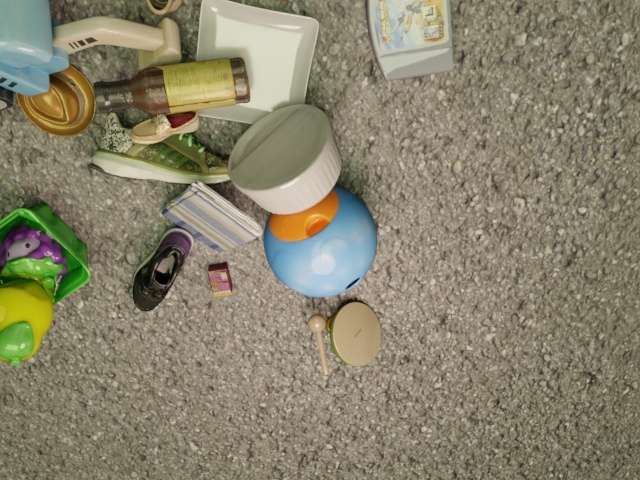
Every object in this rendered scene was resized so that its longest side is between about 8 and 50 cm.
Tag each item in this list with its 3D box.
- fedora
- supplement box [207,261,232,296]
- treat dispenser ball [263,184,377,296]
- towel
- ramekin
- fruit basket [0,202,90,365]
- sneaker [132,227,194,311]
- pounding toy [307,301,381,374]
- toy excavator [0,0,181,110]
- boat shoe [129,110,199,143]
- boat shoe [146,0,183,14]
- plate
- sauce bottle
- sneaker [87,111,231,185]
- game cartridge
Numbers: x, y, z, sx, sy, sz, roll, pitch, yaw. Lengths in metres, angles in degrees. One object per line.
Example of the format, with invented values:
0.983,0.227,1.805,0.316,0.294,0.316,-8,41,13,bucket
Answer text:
-0.642,-0.335,1.480,0.194,0.079,0.195,-2,115,-4,fedora
-0.280,0.110,1.727,0.054,0.043,0.083,-8,116,0,supplement box
0.000,0.000,1.563,0.287,0.288,0.288,-2,115,-3,treat dispenser ball
-0.280,-0.053,1.560,0.209,0.285,0.034,37,64,-19,towel
-0.074,-0.183,1.459,0.272,0.273,0.127,-28,136,9,ramekin
-0.772,0.121,1.524,0.392,0.392,0.283,-33,113,11,fruit basket
-0.442,0.101,1.658,0.107,0.124,0.283,26,118,-15,sneaker
0.056,0.279,1.786,0.236,0.110,0.183,-9,85,-38,pounding toy
-0.581,-0.429,1.314,0.444,0.433,0.223,-8,82,19,toy excavator
-0.368,-0.278,1.460,0.170,0.059,0.063,-22,74,-23,boat shoe
-0.346,-0.668,1.332,0.121,0.110,0.341,-2,115,-3,boat shoe
-0.163,-0.421,1.494,0.277,0.045,0.278,9,114,-7,plate
-0.336,-0.348,1.410,0.344,0.111,0.112,-8,115,-9,sauce bottle
-0.357,-0.232,1.525,0.409,0.158,0.182,5,97,-12,sneaker
0.209,-0.536,1.465,0.197,0.062,0.298,-11,115,-4,game cartridge
